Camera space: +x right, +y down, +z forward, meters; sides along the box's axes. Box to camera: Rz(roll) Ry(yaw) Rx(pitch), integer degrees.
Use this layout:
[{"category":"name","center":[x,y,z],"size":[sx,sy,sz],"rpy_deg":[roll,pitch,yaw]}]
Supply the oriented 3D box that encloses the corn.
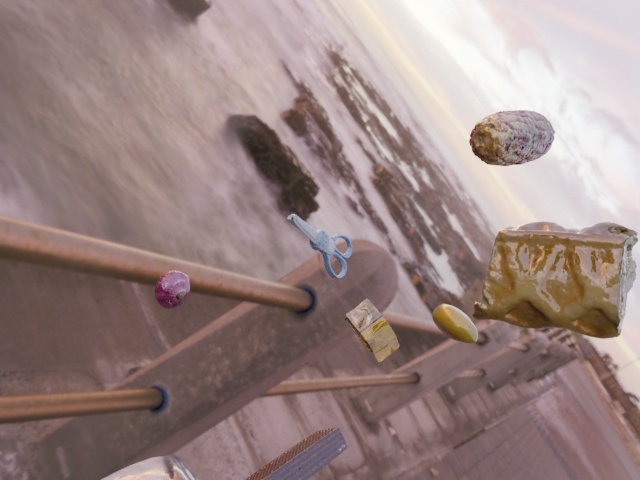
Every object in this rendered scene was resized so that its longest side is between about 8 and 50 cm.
[{"category":"corn","center":[0.284,-0.153,0.907],"size":[0.253,0.086,0.086],"rpy_deg":[-19,74,-55]}]

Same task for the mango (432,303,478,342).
[{"category":"mango","center":[0.380,0.232,1.724],"size":[0.122,0.085,0.191],"rpy_deg":[45,-4,-1]}]

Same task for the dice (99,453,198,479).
[{"category":"dice","center":[-0.281,0.586,0.999],"size":[0.328,0.348,0.330],"rpy_deg":[45,-15,26]}]

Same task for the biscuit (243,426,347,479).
[{"category":"biscuit","center":[-0.088,0.614,1.613],"size":[0.388,0.107,0.073],"rpy_deg":[-17,82,-47]}]

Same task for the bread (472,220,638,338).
[{"category":"bread","center":[0.439,0.066,1.126],"size":[0.196,0.252,0.239],"rpy_deg":[39,67,-55]}]

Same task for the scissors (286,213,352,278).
[{"category":"scissors","center":[0.000,0.000,1.608],"size":[0.256,0.030,0.125],"rpy_deg":[40,59,-41]}]

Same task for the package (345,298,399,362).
[{"category":"package","center":[0.120,0.205,1.384],"size":[0.131,0.071,0.047],"rpy_deg":[53,-18,18]}]

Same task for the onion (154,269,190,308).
[{"category":"onion","center":[-0.434,0.139,1.759],"size":[0.104,0.115,0.115],"rpy_deg":[31,5,23]}]
